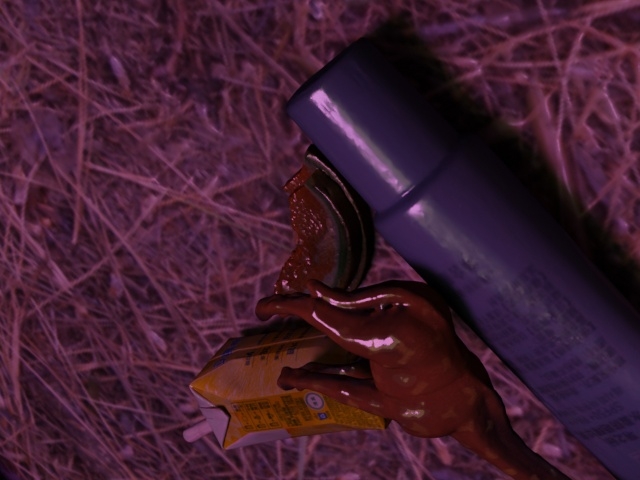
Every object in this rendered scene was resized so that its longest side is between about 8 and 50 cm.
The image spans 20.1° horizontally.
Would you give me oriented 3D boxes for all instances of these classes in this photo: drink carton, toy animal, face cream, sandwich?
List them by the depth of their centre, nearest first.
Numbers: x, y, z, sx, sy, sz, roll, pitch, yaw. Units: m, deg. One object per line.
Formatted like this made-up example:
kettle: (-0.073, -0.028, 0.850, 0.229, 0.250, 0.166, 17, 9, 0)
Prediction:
face cream: (0.132, 0.033, 1.140, 0.385, 0.086, 0.135, 47, 147, -8)
toy animal: (0.082, 0.110, 1.161, 0.230, 0.066, 0.224, 8, 137, 21)
sandwich: (0.001, -0.001, 1.238, 0.067, 0.029, 0.135, 17, 128, 23)
drink carton: (-0.033, 0.104, 1.299, 0.200, 0.084, 0.074, -11, 116, 34)
